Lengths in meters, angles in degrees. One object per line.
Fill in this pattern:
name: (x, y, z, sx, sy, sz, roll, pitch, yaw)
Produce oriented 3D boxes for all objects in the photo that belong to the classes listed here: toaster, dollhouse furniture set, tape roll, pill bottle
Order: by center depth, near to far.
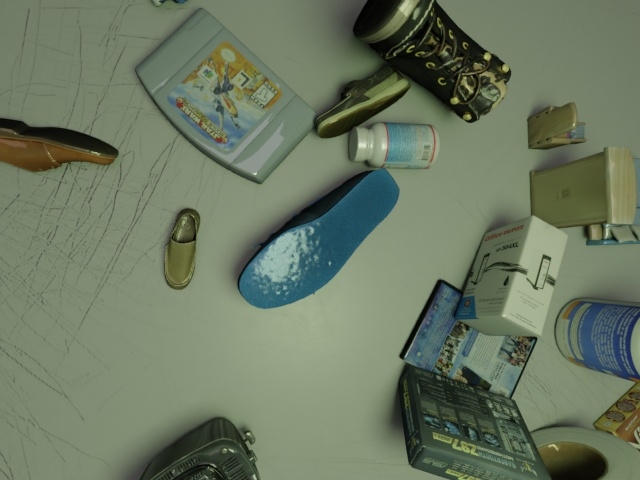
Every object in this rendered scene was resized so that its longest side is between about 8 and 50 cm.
toaster: (-0.205, 0.393, 0.647, 0.227, 0.146, 0.129, -31, 92, -12)
tape roll: (0.469, 0.480, 0.728, 0.246, 0.246, 0.169, -18, 90, -12)
pill bottle: (0.604, 0.192, 0.758, 0.152, 0.272, 0.152, 1, 87, -11)
pill bottle: (0.141, -0.183, 0.783, 0.160, 0.087, 0.087, 0, 87, -11)
dollhouse furniture set: (0.625, -0.136, 0.821, 0.303, 0.198, 0.286, 0, 87, -12)

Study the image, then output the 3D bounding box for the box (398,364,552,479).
box: (0.262, 0.337, 0.718, 0.233, 0.183, 0.059, 19, 114, -5)

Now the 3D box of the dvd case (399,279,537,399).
dvd case: (0.307, 0.218, 0.825, 0.253, 0.022, 0.180, 31, 80, -8)

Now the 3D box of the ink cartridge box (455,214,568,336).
ink cartridge box: (0.358, 0.072, 0.766, 0.086, 0.148, 0.203, 28, 72, -7)

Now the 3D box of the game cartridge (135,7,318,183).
game cartridge: (-0.174, -0.255, 0.743, 0.297, 0.062, 0.198, 41, 76, -6)

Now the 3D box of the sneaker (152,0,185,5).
sneaker: (-0.256, -0.476, 0.743, 0.144, 0.059, 0.053, -33, 62, -27)

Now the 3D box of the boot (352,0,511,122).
boot: (0.199, -0.322, 0.686, 0.284, 0.377, 0.138, 31, 109, -14)

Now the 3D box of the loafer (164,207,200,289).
loafer: (-0.246, 0.014, 0.712, 0.056, 0.050, 0.148, 6, 85, -11)

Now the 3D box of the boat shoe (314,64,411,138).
boat shoe: (0.073, -0.272, 0.783, 0.223, 0.080, 0.073, -32, 84, -18)

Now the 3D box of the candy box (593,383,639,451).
candy box: (0.701, 0.392, 0.878, 0.187, 0.053, 0.109, -34, 93, -13)

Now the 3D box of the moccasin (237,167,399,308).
moccasin: (0.000, 0.000, 0.734, 0.342, 0.117, 0.137, -35, 106, -16)

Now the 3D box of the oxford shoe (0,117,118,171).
oxford shoe: (-0.455, -0.149, 0.682, 0.212, 0.076, 0.076, 8, 115, -13)
